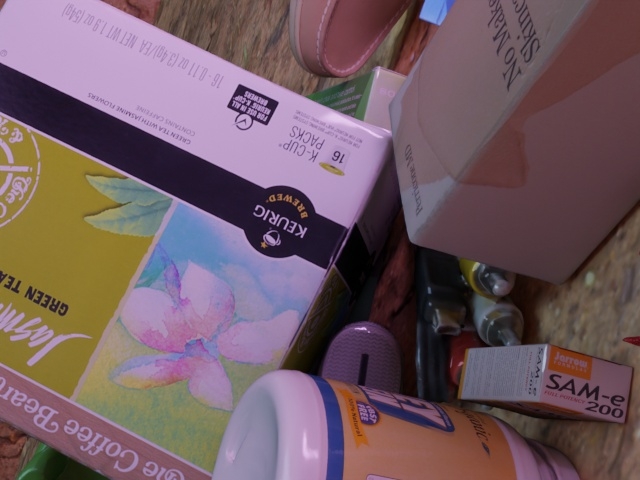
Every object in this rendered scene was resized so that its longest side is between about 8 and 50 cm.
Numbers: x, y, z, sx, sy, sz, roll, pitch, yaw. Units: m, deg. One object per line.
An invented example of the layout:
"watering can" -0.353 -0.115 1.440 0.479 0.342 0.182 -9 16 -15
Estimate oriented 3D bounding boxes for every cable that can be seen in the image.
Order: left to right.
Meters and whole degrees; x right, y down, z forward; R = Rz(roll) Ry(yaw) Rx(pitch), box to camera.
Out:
"cable" 0.107 0.022 0.887 0.287 0.072 0.139 -86 2 -61

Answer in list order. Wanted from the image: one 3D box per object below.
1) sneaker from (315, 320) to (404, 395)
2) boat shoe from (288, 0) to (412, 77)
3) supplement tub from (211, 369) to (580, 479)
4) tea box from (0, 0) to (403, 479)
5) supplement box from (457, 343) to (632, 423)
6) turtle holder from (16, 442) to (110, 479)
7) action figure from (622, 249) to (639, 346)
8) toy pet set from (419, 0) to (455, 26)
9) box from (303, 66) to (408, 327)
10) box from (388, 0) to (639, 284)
"sneaker" 0.022 0.194 0.930 0.091 0.094 0.258 44 -119 -85
"boat shoe" 0.079 -0.288 1.038 0.110 0.121 0.341 44 119 35
"supplement tub" 0.044 0.166 0.691 0.144 0.199 0.144 -165 90 -70
"tea box" -0.145 0.012 0.939 0.323 0.329 0.220 -64 -10 -6
"supplement box" 0.136 0.089 0.703 0.098 0.062 0.036 162 122 -68
"turtle holder" -0.177 0.224 1.140 0.243 0.320 0.227 -28 9 10
"action figure" 0.200 0.006 0.643 0.038 0.030 0.115 -160 87 -75
"toy pet set" 0.128 -0.232 0.956 0.122 0.065 0.114 -127 54 -66
"box" 0.000 0.000 1.151 0.232 0.058 0.322 180 103 -70
"box" 0.168 -0.129 0.687 0.148 0.121 0.311 -96 29 -44
